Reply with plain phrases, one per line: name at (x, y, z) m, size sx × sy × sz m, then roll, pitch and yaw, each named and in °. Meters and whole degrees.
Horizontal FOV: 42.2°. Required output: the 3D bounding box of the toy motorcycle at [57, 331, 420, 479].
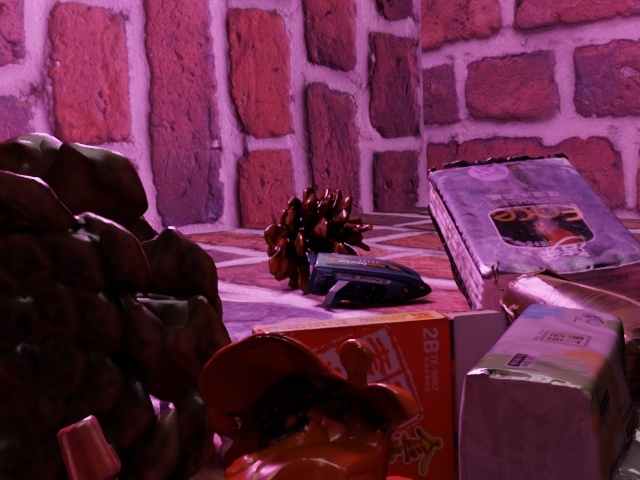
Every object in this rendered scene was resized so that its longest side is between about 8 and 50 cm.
toy motorcycle at (-0.032, 0.166, 0.423) m, size 0.148 × 0.221 × 0.326 m, roll -31°, pitch -8°, yaw 31°

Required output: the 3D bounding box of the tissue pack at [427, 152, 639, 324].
tissue pack at (0.328, -0.009, 1.310) m, size 0.259 × 0.122 × 0.361 m, roll -5°, pitch 29°, yaw -2°

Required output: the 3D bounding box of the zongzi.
zongzi at (0.379, 0.102, 1.070) m, size 0.241 × 0.111 × 0.248 m, roll -5°, pitch 23°, yaw -28°

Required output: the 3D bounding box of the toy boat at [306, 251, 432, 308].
toy boat at (0.092, 0.082, 1.560) m, size 0.246 × 0.103 × 0.093 m, roll 7°, pitch -37°, yaw -9°

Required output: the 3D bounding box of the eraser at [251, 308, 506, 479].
eraser at (0.058, 0.147, 0.750) m, size 0.230 × 0.157 × 0.038 m, roll -4°, pitch 4°, yaw -12°

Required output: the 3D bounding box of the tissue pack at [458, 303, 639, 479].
tissue pack at (0.208, 0.153, 0.654) m, size 0.145 × 0.159 × 0.229 m, roll 2°, pitch 8°, yaw 24°

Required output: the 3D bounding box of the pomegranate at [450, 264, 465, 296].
pomegranate at (0.335, 0.047, 1.494) m, size 0.180 × 0.180 × 0.210 m, roll -6°, pitch 23°, yaw -25°

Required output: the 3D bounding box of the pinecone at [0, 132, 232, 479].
pinecone at (-0.245, 0.081, 0.649) m, size 0.384 × 0.384 × 0.384 m, roll -2°, pitch 7°, yaw 0°

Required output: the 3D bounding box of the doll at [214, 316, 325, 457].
doll at (-0.098, 0.150, 0.842) m, size 0.287 × 0.151 × 0.151 m, roll -2°, pitch 7°, yaw 9°

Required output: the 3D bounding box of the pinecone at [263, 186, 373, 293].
pinecone at (0.003, 0.001, 1.718) m, size 0.201 × 0.229 × 0.202 m, roll 14°, pitch -1°, yaw 17°
